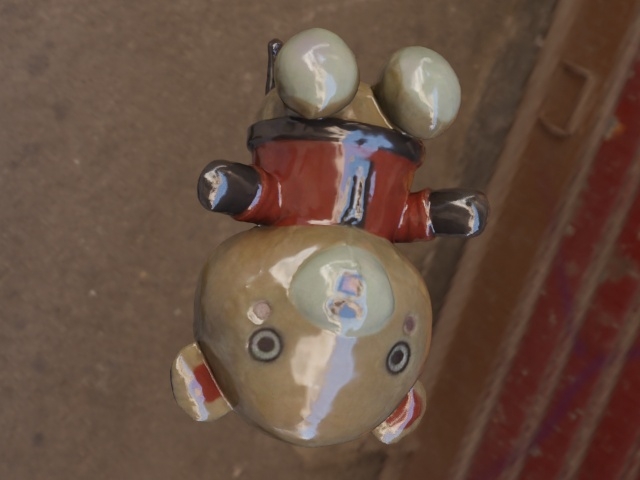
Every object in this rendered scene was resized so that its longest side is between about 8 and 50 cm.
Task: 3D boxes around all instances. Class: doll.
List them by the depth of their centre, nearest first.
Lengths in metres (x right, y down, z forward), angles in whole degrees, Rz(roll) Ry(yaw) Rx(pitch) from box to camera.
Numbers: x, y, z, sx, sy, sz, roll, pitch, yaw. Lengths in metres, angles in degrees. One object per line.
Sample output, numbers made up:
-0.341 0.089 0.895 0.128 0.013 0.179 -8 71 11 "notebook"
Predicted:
0.000 0.000 1.094 0.235 0.174 0.329 10 85 -23 "doll"
